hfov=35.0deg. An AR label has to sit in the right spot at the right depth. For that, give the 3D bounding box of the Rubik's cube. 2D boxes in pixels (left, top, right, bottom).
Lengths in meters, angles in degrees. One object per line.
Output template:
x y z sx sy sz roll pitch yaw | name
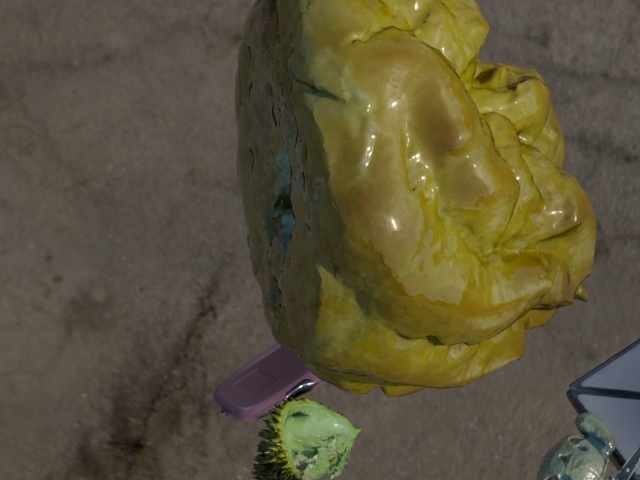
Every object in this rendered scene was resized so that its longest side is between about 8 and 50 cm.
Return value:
0.619 0.324 1.751 0.255 0.259 0.260 -35 46 4 | Rubik's cube

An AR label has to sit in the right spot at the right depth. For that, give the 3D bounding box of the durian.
-0.023 0.233 1.141 0.100 0.215 0.086 18 107 19 | durian

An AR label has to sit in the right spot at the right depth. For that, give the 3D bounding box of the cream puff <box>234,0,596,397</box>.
0.077 -0.055 0.762 0.257 0.291 0.324 -2 53 -18 | cream puff

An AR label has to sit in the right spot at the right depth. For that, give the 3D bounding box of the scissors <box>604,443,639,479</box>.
0.424 0.329 1.418 0.189 0.015 0.100 -56 35 -2 | scissors

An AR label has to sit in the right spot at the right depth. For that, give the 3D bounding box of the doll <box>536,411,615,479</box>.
0.406 0.369 1.632 0.104 0.071 0.214 16 57 41 | doll

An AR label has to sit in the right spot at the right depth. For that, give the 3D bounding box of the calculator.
-0.059 0.228 1.791 0.294 0.043 0.194 -29 22 -24 | calculator
